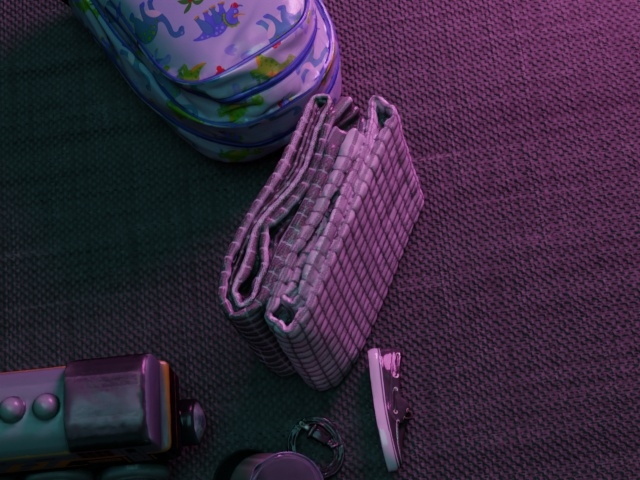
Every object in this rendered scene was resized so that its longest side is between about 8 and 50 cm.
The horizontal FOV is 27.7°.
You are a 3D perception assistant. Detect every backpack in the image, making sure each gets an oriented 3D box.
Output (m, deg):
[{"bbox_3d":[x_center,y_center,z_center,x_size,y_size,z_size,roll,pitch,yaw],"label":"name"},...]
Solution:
[{"bbox_3d":[-0.126,-0.262,1.546,0.290,0.273,0.355,-27,80,-11],"label":"backpack"}]

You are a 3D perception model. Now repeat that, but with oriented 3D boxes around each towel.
[{"bbox_3d":[0.000,0.000,1.417,0.121,0.235,0.283,17,72,19],"label":"towel"}]

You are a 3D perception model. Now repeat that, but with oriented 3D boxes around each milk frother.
[{"bbox_3d":[-0.027,0.244,1.375,0.129,0.135,0.143,26,75,-16],"label":"milk frother"}]

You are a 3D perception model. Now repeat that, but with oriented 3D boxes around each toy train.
[{"bbox_3d":[-0.297,0.198,1.398,0.334,0.190,0.142,-5,68,5],"label":"toy train"}]

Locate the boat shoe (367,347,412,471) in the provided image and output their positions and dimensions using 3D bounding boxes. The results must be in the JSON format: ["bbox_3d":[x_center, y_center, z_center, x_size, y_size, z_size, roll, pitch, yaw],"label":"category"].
[{"bbox_3d":[0.080,0.183,1.433,0.040,0.049,0.142,-9,66,3],"label":"boat shoe"}]
